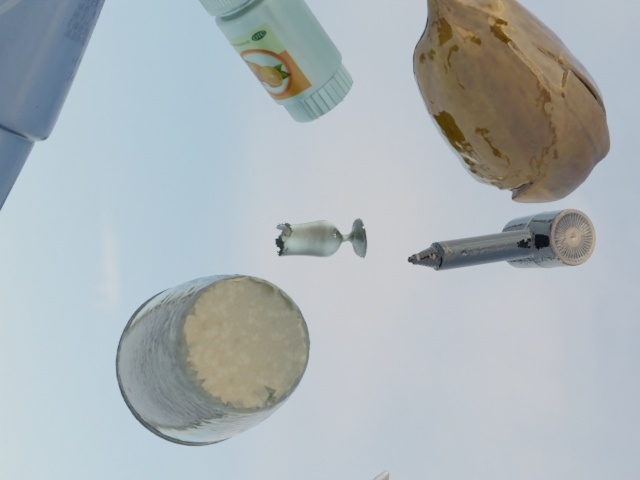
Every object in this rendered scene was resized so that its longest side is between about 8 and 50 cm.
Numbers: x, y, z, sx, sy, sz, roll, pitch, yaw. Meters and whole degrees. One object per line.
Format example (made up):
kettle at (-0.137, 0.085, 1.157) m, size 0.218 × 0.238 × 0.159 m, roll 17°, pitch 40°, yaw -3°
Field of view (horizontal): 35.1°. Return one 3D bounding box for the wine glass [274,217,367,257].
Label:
wine glass at (0.000, 0.000, 0.942) m, size 0.039 × 0.083 × 0.042 m, roll 117°, pitch -34°, yaw -53°

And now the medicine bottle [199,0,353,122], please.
medicine bottle at (-0.079, -0.375, 1.860) m, size 0.318 × 0.158 × 0.158 m, roll 51°, pitch -14°, yaw -29°

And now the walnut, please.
walnut at (0.232, -0.193, 1.293) m, size 0.336 × 0.209 × 0.209 m, roll 47°, pitch -18°, yaw -23°

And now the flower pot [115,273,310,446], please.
flower pot at (-0.167, 0.188, 1.695) m, size 0.330 × 0.293 × 0.294 m, roll 148°, pitch -68°, yaw -64°

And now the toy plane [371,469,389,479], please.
toy plane at (0.039, 0.370, 1.201) m, size 0.117 × 0.244 × 0.245 m, roll 38°, pitch -49°, yaw 33°

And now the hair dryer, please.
hair dryer at (0.305, 0.013, 1.860) m, size 0.189 × 0.352 × 0.107 m, roll 170°, pitch -86°, yaw -68°

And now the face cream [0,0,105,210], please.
face cream at (-0.204, -0.184, 0.767) m, size 0.385 × 0.086 × 0.135 m, roll -64°, pitch -158°, yaw 1°
